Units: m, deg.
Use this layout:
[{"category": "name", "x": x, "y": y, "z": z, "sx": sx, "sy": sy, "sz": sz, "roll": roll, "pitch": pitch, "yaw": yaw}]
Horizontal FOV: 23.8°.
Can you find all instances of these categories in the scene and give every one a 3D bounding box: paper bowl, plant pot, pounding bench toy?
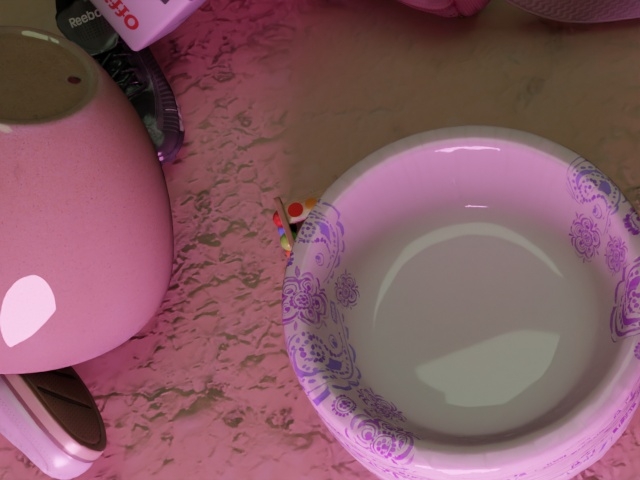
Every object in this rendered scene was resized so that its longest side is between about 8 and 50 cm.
[{"category": "paper bowl", "x": 0.120, "y": 0.064, "z": 1.186, "sx": 0.284, "sy": 0.148, "sz": 0.284, "roll": -4, "pitch": 65, "yaw": 9}, {"category": "plant pot", "x": -0.250, "y": -0.059, "z": 1.228, "sx": 0.284, "sy": 0.191, "sz": 0.284, "roll": 8, "pitch": 42, "yaw": -7}, {"category": "pounding bench toy", "x": 0.000, "y": 0.000, "z": 1.293, "sx": 0.065, "sy": 0.052, "sz": 0.083, "roll": -21, "pitch": 64, "yaw": 2}]

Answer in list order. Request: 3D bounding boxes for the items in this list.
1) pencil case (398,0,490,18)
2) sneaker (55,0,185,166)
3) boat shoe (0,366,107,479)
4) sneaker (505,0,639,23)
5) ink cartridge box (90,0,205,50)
[{"category": "pencil case", "x": -0.022, "y": -0.308, "z": 1.381, "sx": 0.386, "sy": 0.167, "sz": 0.160, "roll": 12, "pitch": 25, "yaw": 16}, {"category": "sneaker", "x": -0.194, "y": -0.172, "z": 1.380, "sx": 0.078, "sy": 0.106, "sz": 0.234, "roll": -25, "pitch": 64, "yaw": 1}, {"category": "boat shoe", "x": -0.296, "y": 0.106, "z": 1.282, "sx": 0.103, "sy": 0.113, "sz": 0.302, "roll": -49, "pitch": 60, "yaw": 4}, {"category": "sneaker", "x": 0.262, "y": -0.276, "z": 1.327, "sx": 0.256, "sy": 0.094, "sz": 0.151, "roll": 0, "pitch": 70, "yaw": -8}, {"category": "ink cartridge box", "x": -0.125, "y": -0.284, "z": 1.289, "sx": 0.208, "sy": 0.087, "sz": 0.153, "roll": -39, "pitch": 94, "yaw": 29}]
